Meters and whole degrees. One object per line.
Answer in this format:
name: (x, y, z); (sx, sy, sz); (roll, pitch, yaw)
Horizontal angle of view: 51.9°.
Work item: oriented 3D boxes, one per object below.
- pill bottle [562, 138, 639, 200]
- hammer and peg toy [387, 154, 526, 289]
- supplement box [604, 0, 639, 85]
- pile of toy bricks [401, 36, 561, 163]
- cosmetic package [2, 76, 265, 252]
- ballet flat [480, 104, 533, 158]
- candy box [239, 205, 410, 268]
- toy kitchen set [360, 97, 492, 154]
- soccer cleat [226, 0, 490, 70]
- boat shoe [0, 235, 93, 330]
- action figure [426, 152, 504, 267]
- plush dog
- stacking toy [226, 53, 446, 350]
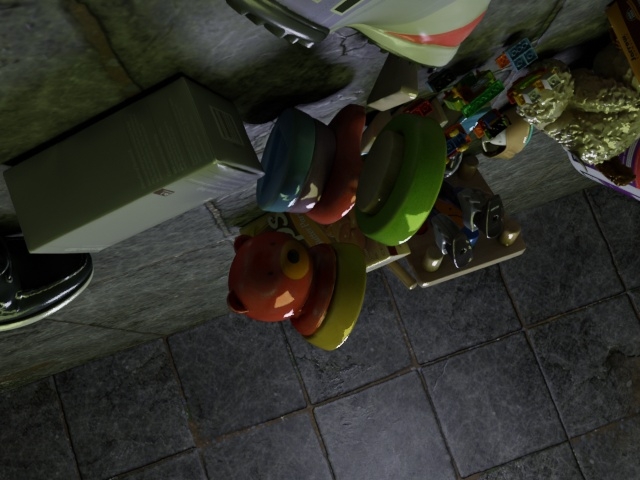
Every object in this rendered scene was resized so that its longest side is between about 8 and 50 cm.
pill bottle: (0.567, -0.172, 1.168); (0.182, 0.181, 0.323); (-19, -156, -6)
hammer and peg toy: (0.227, -0.021, 1.403); (0.362, 0.265, 0.127); (-18, 152, -14)
supplement box: (0.506, -0.293, 0.800); (0.192, 0.129, 0.194); (-16, 170, -22)
pile of toy bricks: (0.202, -0.196, 0.897); (0.212, 0.118, 0.105); (-36, -162, 3)
cosmetic package: (-0.201, -0.072, 0.712); (0.238, 0.107, 0.127); (-26, 172, 17)
ballet flat: (0.342, -0.193, 1.227); (0.073, 0.080, 0.232); (-6, 171, 7)
candy box: (0.000, 0.000, 1.289); (0.317, 0.182, 0.088); (-26, 168, 33)
toy kitchen set: (0.168, -0.117, 1.008); (0.207, 0.166, 0.122); (-17, 170, -19)
soccer cleat: (0.029, -0.206, 0.474); (0.318, 0.108, 0.116); (-6, 143, -49)
boat shoe: (-0.444, 0.040, 0.820); (0.340, 0.127, 0.113); (-10, 144, -37)
action figure: (0.181, -0.083, 1.099); (0.185, 0.285, 0.099); (-36, 132, -5)
plush dog: (0.458, -0.229, 0.991); (0.263, 0.210, 0.225); (-7, 141, -53)
stacking toy: (-0.004, -0.072, 0.713); (0.131, 0.308, 0.279); (16, 135, -20)
